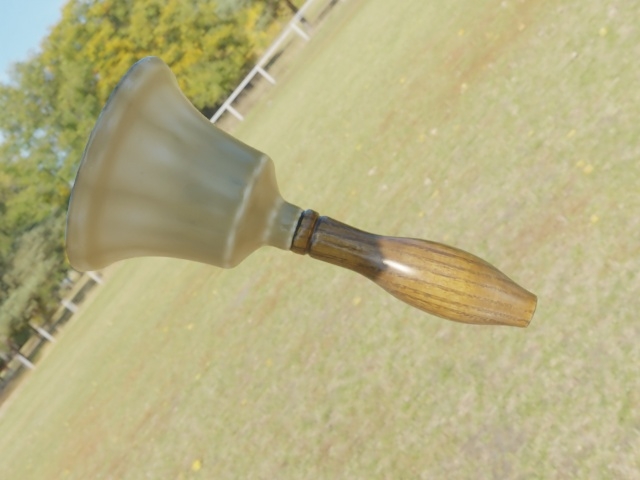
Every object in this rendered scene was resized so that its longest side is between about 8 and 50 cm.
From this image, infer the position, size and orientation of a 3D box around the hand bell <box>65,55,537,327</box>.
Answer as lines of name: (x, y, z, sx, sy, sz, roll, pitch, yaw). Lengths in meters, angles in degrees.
hand bell: (0.000, 0.000, 0.503, 0.126, 0.242, 0.126, 21, -90, -87)
